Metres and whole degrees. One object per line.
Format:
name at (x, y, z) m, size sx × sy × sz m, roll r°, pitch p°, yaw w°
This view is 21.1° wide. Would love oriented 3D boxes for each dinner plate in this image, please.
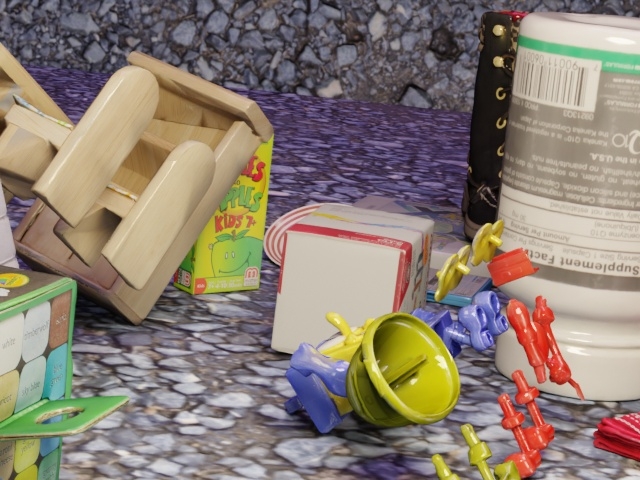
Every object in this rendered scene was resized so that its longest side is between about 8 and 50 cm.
dinner plate at (0.000, 0.000, 2.125) m, size 0.141 × 0.017 × 0.141 m, roll -7°, pitch 35°, yaw 5°

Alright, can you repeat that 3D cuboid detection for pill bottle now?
pill bottle at (0.277, -0.038, 1.711) m, size 0.204 × 0.361 × 0.204 m, roll 6°, pitch 13°, yaw -1°

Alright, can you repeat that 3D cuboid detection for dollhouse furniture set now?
dollhouse furniture set at (-0.241, -0.128, 1.666) m, size 0.362 × 0.256 × 0.394 m, roll 25°, pitch -15°, yaw 30°

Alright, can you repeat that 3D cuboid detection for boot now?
boot at (0.262, -0.145, 2.202) m, size 0.138 × 0.284 × 0.377 m, roll 5°, pitch 11°, yaw -1°

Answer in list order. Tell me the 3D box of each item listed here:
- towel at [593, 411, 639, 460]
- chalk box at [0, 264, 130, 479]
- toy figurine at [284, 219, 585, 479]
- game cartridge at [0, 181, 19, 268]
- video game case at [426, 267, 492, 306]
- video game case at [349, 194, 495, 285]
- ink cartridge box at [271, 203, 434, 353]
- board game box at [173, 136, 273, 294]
towel at (0.397, 0.177, 1.565) m, size 0.199 × 0.031 × 0.275 m, roll 16°, pitch 16°, yaw 37°
chalk box at (-0.282, 0.112, 1.196) m, size 0.289 × 0.179 × 0.180 m, roll 11°, pitch 12°, yaw 16°
toy figurine at (0.057, 0.136, 1.468) m, size 0.217 × 0.191 × 0.362 m, roll -22°, pitch 7°, yaw 27°
game cartridge at (-0.365, 0.009, 1.501) m, size 0.068 × 0.230 × 0.355 m, roll -20°, pitch 26°, yaw -37°
video game case at (0.112, 0.049, 2.052) m, size 0.166 × 0.015 × 0.119 m, roll 10°, pitch 13°, yaw 15°
video game case at (0.173, 0.000, 2.258) m, size 0.329 × 0.036 × 0.300 m, roll 10°, pitch 13°, yaw 17°
ink cartridge box at (0.037, 0.043, 1.773) m, size 0.127 × 0.128 × 0.176 m, roll 9°, pitch 13°, yaw 12°
board game box at (-0.109, -0.034, 1.934) m, size 0.092 × 0.181 × 0.043 m, roll -4°, pitch 16°, yaw -37°
